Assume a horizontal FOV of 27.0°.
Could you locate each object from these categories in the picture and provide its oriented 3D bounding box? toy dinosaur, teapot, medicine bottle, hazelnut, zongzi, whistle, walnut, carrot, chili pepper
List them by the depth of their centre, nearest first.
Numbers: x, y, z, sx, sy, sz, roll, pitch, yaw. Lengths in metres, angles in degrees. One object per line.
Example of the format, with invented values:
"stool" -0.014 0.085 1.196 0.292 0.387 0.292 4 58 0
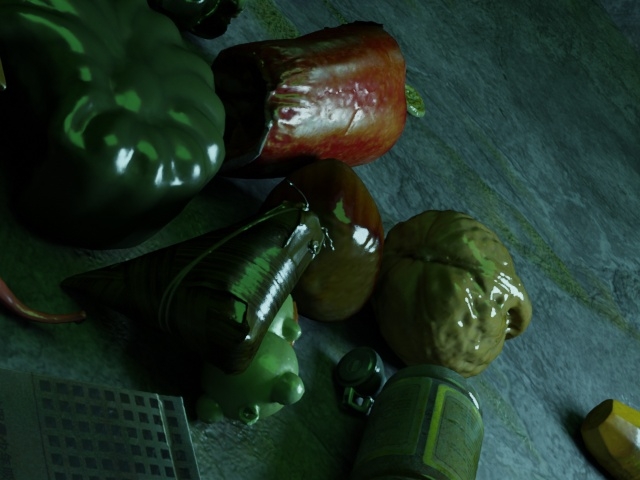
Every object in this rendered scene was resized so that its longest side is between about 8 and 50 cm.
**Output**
"toy dinosaur" -0.385 0.005 1.416 0.286 0.070 0.139 27 16 -36
"zongzi" -0.137 0.012 1.554 0.241 0.111 0.247 23 49 14
"whistle" -0.085 0.114 1.616 0.288 0.131 0.106 -92 163 -49
"medicine bottle" 0.111 0.298 1.635 0.151 0.151 0.322 43 31 -12
"teapot" 0.056 0.191 1.777 0.057 0.066 0.088 49 49 -37
"hazelnut" -0.010 0.000 1.790 0.186 0.210 0.210 -28 79 -27
"chili pepper" -0.050 -0.198 1.868 0.305 0.251 0.229 -6 94 -49
"walnut" 0.177 0.081 1.892 0.257 0.257 0.224 33 60 -27
"carrot" 0.547 0.380 2.158 0.302 0.114 0.114 44 31 -11

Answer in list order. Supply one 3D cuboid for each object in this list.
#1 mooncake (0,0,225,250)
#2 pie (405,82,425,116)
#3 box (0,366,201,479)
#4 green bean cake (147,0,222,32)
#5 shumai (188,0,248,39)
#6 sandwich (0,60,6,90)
"mooncake" -0.269 -0.166 1.611 0.351 0.187 0.351 33 33 -25
"pie" 0.160 -0.256 2.419 0.084 0.021 0.084 32 32 -23
"box" -0.256 0.222 1.340 0.325 0.047 0.180 17 44 -43
"green bean cake" -0.231 -0.411 1.877 0.227 0.125 0.222 25 61 1
"shumai" -0.178 -0.438 2.086 0.222 0.204 0.272 59 -13 -27
"sandwich" -0.435 -0.199 1.458 0.198 0.155 0.227 52 31 -2
